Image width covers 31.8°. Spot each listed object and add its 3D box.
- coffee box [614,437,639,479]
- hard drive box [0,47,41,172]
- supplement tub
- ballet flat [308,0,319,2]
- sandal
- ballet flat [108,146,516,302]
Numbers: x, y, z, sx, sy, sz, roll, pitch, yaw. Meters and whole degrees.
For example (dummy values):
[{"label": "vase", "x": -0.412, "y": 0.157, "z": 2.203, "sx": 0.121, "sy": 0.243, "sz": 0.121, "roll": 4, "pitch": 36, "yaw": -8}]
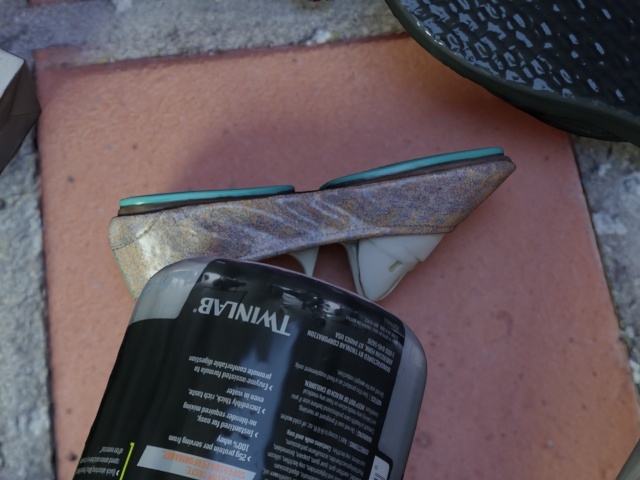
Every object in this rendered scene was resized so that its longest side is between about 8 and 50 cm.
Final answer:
[{"label": "coffee box", "x": 0.337, "y": 0.209, "z": 0.646, "sx": 0.334, "sy": 0.337, "sz": 0.338, "roll": 30, "pitch": 69, "yaw": 16}, {"label": "hard drive box", "x": -0.367, "y": -0.100, "z": 0.869, "sx": 0.232, "sy": 0.089, "sz": 0.181, "roll": 27, "pitch": 69, "yaw": 6}, {"label": "supplement tub", "x": -0.065, "y": 0.198, "z": 0.712, "sx": 0.207, "sy": 0.207, "sz": 0.337, "roll": 16, "pitch": 68, "yaw": 2}, {"label": "ballet flat", "x": 0.034, "y": -0.304, "z": 0.994, "sx": 0.079, "sy": 0.077, "sz": 0.221, "roll": 37, "pitch": 74, "yaw": 14}, {"label": "sandal", "x": 0.220, "y": -0.148, "z": 0.941, "sx": 0.446, "sy": 0.107, "sz": 0.167, "roll": 29, "pitch": 67, "yaw": -7}, {"label": "ballet flat", "x": 0.000, "y": 0.000, "z": 0.866, "sx": 0.316, "sy": 0.107, "sz": 0.106, "roll": -8, "pitch": 89, "yaw": -2}]
